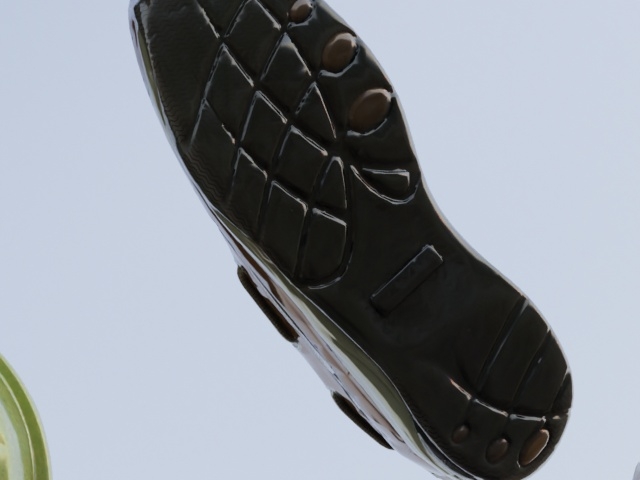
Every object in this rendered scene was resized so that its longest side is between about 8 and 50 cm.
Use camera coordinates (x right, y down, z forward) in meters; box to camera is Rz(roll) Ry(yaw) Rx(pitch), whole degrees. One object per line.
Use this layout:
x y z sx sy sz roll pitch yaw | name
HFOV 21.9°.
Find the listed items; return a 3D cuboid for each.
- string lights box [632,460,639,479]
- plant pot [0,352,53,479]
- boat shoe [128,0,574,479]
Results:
0.125 0.181 0.432 0.076 0.133 0.260 -23 -50 -48 | string lights box
-0.307 0.124 0.906 0.276 0.276 0.254 -20 -18 -5 | plant pot
0.000 0.000 0.882 0.122 0.120 0.324 -36 -85 -25 | boat shoe
